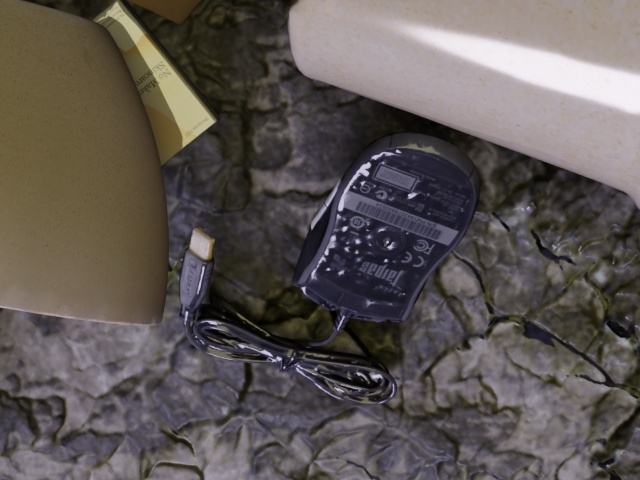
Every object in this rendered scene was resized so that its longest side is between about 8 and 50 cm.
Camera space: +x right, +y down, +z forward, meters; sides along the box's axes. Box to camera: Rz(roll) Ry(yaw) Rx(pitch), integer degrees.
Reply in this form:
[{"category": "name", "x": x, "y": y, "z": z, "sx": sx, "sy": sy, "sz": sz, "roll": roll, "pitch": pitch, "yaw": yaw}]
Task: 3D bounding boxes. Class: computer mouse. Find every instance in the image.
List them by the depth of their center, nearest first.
[{"category": "computer mouse", "x": 0.000, "y": 0.000, "z": 1.175, "sx": 0.184, "sy": 0.060, "sz": 0.262, "roll": 16, "pitch": 130, "yaw": -5}]

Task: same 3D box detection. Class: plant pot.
[{"category": "plant pot", "x": 0.152, "y": -0.186, "z": 1.071, "sx": 0.306, "sy": 0.334, "sz": 0.333, "roll": 13, "pitch": 99, "yaw": 9}, {"category": "plant pot", "x": -0.226, "y": -0.065, "z": 1.095, "sx": 0.284, "sy": 0.284, "sz": 0.191, "roll": 13, "pitch": 91, "yaw": -2}]

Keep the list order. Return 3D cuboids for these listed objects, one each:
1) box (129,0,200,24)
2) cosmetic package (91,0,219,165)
[{"category": "box", "x": -0.061, "y": -0.241, "z": 1.116, "sx": 0.021, "sy": 0.164, "sz": 0.201, "roll": 41, "pitch": 97, "yaw": 10}, {"category": "cosmetic package", "x": -0.132, "y": -0.116, "z": 1.196, "sx": 0.060, "sy": 0.041, "sz": 0.115, "roll": -40, "pitch": 97, "yaw": 5}]
